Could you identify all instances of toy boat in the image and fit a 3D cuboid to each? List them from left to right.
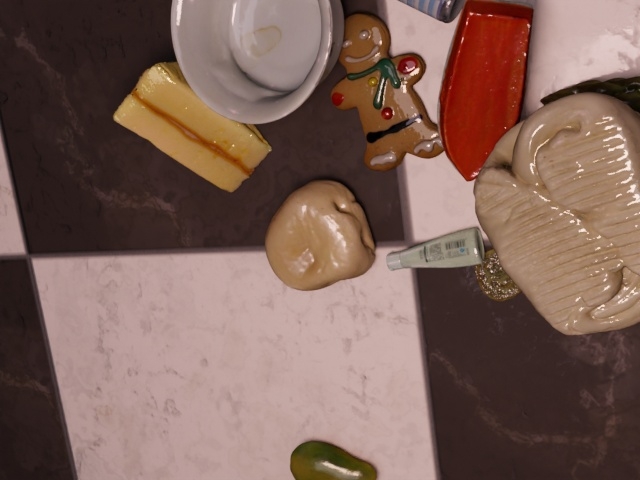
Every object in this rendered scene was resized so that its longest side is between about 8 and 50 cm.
[{"bbox_3d":[0.279,-0.256,1.516,0.145,0.133,0.331,8,120,5],"label":"toy boat"}]

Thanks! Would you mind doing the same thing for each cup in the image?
[{"bbox_3d":[-0.094,-0.398,1.624,0.347,0.163,0.347,8,107,28],"label":"cup"}]

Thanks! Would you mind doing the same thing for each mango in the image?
[{"bbox_3d":[0.022,0.501,1.869,0.191,0.085,0.122,23,110,20],"label":"mango"}]

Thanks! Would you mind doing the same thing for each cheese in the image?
[{"bbox_3d":[0.000,0.000,1.724,0.218,0.117,0.235,21,116,18],"label":"cheese"}]

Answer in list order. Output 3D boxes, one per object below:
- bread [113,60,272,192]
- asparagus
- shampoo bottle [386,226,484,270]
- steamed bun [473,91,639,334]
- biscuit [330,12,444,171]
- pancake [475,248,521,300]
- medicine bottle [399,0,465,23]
[{"bbox_3d":[-0.254,-0.222,1.759,0.264,0.163,0.167,48,118,7],"label":"bread"},{"bbox_3d":[0.508,-0.233,1.436,0.287,0.080,0.080,-1,104,20],"label":"asparagus"},{"bbox_3d":[0.216,0.026,1.665,0.191,0.041,0.069,-13,84,30],"label":"shampoo bottle"},{"bbox_3d":[0.449,-0.051,1.409,0.342,0.255,0.367,-29,86,44],"label":"steamed bun"},{"bbox_3d":[0.110,-0.278,1.633,0.197,0.049,0.301,-18,95,27],"label":"biscuit"},{"bbox_3d":[0.339,0.062,1.630,0.108,0.017,0.108,7,107,25],"label":"pancake"},{"bbox_3d":[0.156,-0.458,1.537,0.203,0.083,0.083,30,115,17],"label":"medicine bottle"}]
